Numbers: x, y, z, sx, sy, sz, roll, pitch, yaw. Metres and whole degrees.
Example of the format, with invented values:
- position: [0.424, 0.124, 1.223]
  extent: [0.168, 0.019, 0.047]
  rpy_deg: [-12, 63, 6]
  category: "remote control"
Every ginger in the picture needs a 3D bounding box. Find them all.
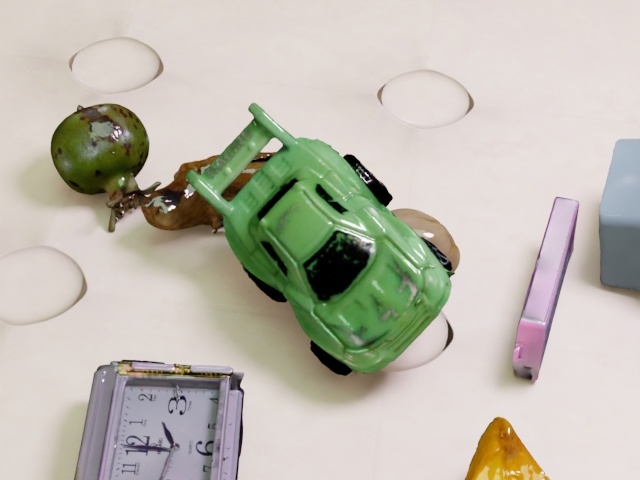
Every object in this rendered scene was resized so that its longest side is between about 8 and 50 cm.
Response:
- position: [-0.094, -0.065, 2.049]
  extent: [0.309, 0.107, 0.133]
  rpy_deg: [2, 67, -2]
  category: "ginger"

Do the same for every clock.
- position: [-0.189, 0.256, 1.721]
  extent: [0.186, 0.083, 0.253]
  rpy_deg: [3, 44, 1]
  category: "clock"

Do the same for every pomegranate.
- position: [-0.304, -0.119, 2.070]
  extent: [0.148, 0.148, 0.169]
  rpy_deg: [-32, 60, -31]
  category: "pomegranate"

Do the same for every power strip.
- position: [0.301, 0.061, 1.929]
  extent: [0.037, 0.109, 0.279]
  rpy_deg: [12, 44, 13]
  category: "power strip"

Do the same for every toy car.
- position: [0.000, 0.000, 1.876]
  extent: [0.213, 0.176, 0.359]
  rpy_deg: [-45, 53, 6]
  category: "toy car"

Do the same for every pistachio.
- position: [0.115, 0.011, 1.984]
  extent: [0.149, 0.113, 0.113]
  rpy_deg: [-7, 42, 13]
  category: "pistachio"

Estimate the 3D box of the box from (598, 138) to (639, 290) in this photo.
- position: [0.461, -0.036, 2.008]
  extent: [0.130, 0.162, 0.227]
  rpy_deg: [4, 42, 17]
  category: "box"

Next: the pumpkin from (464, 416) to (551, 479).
- position: [0.230, 0.367, 1.620]
  extent: [0.258, 0.095, 0.290]
  rpy_deg: [29, 53, 19]
  category: "pumpkin"
